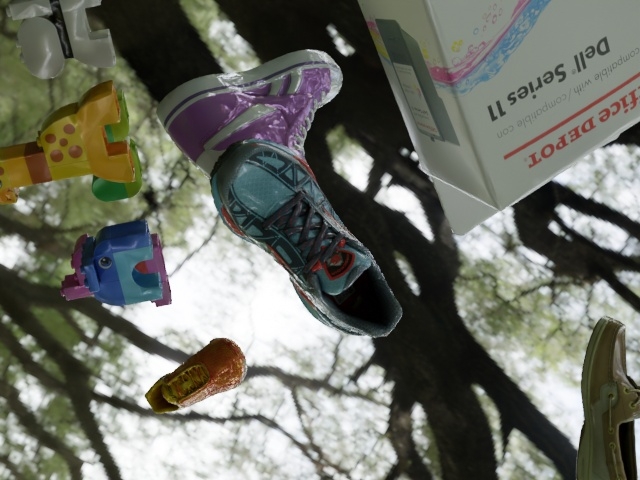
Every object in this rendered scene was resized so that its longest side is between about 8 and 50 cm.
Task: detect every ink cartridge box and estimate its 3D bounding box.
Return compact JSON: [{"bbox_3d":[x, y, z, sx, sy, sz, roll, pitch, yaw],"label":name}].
[{"bbox_3d":[0.154,-0.170,0.767,0.207,0.353,0.119,-33,-150,-12],"label":"ink cartridge box"}]

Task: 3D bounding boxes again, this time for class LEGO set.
[{"bbox_3d":[-0.156,-0.035,0.607,0.093,0.227,0.087,-11,-152,-5],"label":"LEGO set"}]

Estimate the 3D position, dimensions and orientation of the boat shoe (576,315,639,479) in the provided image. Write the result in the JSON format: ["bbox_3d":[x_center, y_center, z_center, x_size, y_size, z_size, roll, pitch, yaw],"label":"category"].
[{"bbox_3d":[0.222,0.124,0.753,0.045,0.050,0.135,6,-81,36],"label":"boat shoe"}]

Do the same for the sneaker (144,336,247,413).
[{"bbox_3d":[-0.143,0.165,1.176,0.067,0.064,0.175,-31,174,-45],"label":"sneaker"}]

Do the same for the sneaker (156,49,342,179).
[{"bbox_3d":[-0.044,-0.120,1.162,0.282,0.161,0.102,-28,164,-45],"label":"sneaker"}]

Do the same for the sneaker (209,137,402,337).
[{"bbox_3d":[0.000,0.000,1.006,0.104,0.262,0.125,-48,-148,-10],"label":"sneaker"}]
